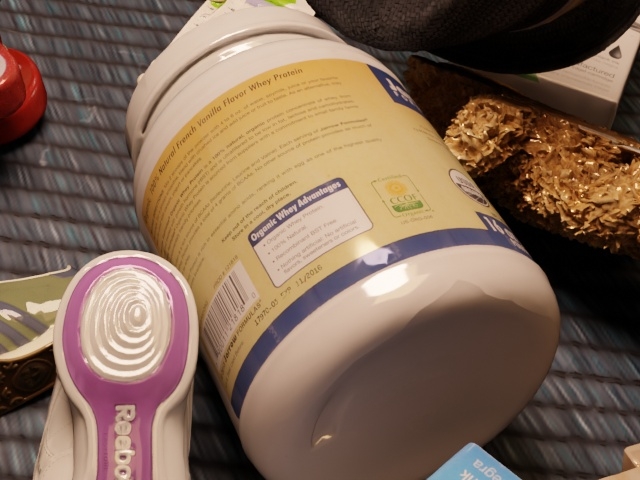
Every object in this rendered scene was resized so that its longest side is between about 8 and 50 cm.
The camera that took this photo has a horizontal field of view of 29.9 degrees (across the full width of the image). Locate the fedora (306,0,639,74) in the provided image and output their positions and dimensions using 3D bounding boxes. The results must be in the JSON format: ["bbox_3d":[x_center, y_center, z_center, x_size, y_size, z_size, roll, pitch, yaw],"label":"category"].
[{"bbox_3d":[0.084,-0.236,0.904,0.334,0.334,0.152,35,53,24],"label":"fedora"}]

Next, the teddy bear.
[{"bbox_3d":[0.196,-0.043,0.968,0.338,0.113,0.245,26,14,23],"label":"teddy bear"}]

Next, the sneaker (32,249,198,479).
[{"bbox_3d":[-0.126,0.168,0.759,0.114,0.152,0.305,9,68,-4],"label":"sneaker"}]

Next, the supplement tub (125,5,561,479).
[{"bbox_3d":[0.000,0.000,0.855,0.228,0.228,0.316,-14,50,-21],"label":"supplement tub"}]

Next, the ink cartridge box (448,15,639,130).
[{"bbox_3d":[0.225,-0.185,1.166,0.160,0.092,0.219,20,47,10],"label":"ink cartridge box"}]

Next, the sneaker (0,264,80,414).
[{"bbox_3d":[-0.237,0.073,0.870,0.192,0.064,0.086,-22,45,-27],"label":"sneaker"}]

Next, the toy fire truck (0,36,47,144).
[{"bbox_3d":[-0.395,-0.163,1.014,0.254,0.169,0.302,-32,56,-18],"label":"toy fire truck"}]

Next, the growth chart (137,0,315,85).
[{"bbox_3d":[-0.071,-0.187,1.176,0.172,0.021,0.237,17,46,7],"label":"growth chart"}]

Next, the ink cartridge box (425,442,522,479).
[{"bbox_3d":[0.004,0.279,0.583,0.307,0.223,0.129,-32,57,-33],"label":"ink cartridge box"}]

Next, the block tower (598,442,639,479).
[{"bbox_3d":[0.272,0.261,0.691,0.091,0.097,0.335,-15,36,-12],"label":"block tower"}]
